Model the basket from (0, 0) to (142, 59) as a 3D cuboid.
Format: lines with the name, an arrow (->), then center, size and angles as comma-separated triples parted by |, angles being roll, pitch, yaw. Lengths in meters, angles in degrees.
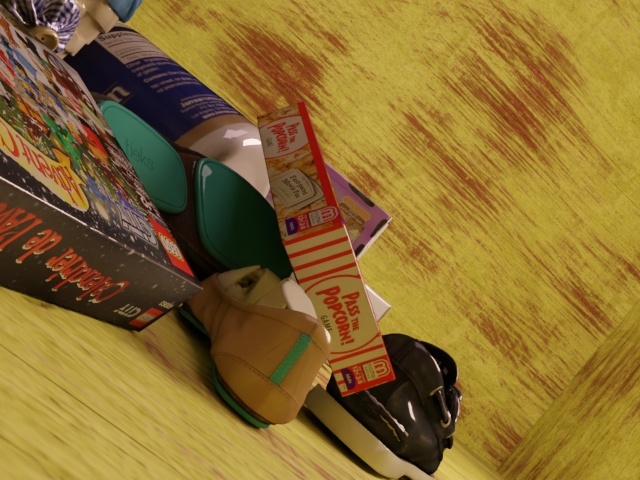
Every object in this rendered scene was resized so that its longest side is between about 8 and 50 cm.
basket -> -0.194, -0.226, 0.512 | 0.201, 0.289, 0.255 | 34, -2, 23

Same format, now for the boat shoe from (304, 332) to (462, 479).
boat shoe -> 0.078, 0.143, 0.812 | 0.127, 0.113, 0.340 | 40, -3, 23

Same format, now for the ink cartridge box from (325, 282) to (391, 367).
ink cartridge box -> -0.085, 0.018, 1.299 | 0.309, 0.130, 0.272 | 42, -3, -23

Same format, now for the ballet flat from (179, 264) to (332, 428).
ballet flat -> -0.040, 0.055, 0.579 | 0.080, 0.073, 0.232 | 39, -2, -18

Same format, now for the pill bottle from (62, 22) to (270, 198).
pill bottle -> -0.181, -0.107, 0.814 | 0.264, 0.153, 0.153 | 39, -3, 22

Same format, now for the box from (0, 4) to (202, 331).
box -> -0.144, -0.053, 0.378 | 0.159, 0.044, 0.233 | 56, 3, 19

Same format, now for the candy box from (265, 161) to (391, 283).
candy box -> -0.041, -0.003, 1.043 | 0.165, 0.196, 0.070 | 41, -2, 5

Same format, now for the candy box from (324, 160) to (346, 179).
candy box -> -0.072, -0.031, 1.100 | 0.105, 0.206, 0.027 | 40, 1, 7

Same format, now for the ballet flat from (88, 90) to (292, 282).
ballet flat -> -0.119, -0.027, 0.640 | 0.096, 0.095, 0.280 | -10, -24, 23

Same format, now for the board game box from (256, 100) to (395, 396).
board game box -> 0.000, 0.000, 0.679 | 0.193, 0.045, 0.147 | -106, 177, -56
